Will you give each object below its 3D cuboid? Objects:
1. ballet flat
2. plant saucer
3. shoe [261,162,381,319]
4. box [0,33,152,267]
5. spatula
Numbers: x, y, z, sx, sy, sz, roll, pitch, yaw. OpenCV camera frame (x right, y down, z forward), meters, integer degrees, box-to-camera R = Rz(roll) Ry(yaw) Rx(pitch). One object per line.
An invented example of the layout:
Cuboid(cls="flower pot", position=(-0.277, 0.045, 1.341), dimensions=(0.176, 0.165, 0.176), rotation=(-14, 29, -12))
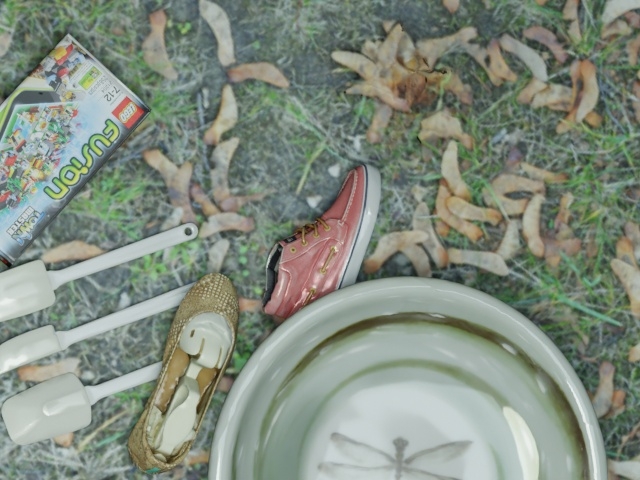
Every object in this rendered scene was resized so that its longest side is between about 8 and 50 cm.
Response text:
Cuboid(cls="ballet flat", position=(-0.122, 0.132, 1.910), dimensions=(0.073, 0.067, 0.206), rotation=(21, 86, -21))
Cuboid(cls="plant saucer", position=(0.080, 0.238, 1.942), dimensions=(0.400, 0.100, 0.401), rotation=(2, 83, -13))
Cuboid(cls="shoe", position=(0.000, 0.000, 1.968), dimensions=(0.081, 0.063, 0.178), rotation=(18, 84, -16))
Cuboid(cls="box", position=(-0.274, -0.088, 1.925), dimensions=(0.114, 0.036, 0.207), rotation=(42, 76, -6))
Cuboid(cls="spatula", position=(-0.211, 0.086, 1.934), dimensions=(0.242, 0.019, 0.168), rotation=(-19, 88, -19))
